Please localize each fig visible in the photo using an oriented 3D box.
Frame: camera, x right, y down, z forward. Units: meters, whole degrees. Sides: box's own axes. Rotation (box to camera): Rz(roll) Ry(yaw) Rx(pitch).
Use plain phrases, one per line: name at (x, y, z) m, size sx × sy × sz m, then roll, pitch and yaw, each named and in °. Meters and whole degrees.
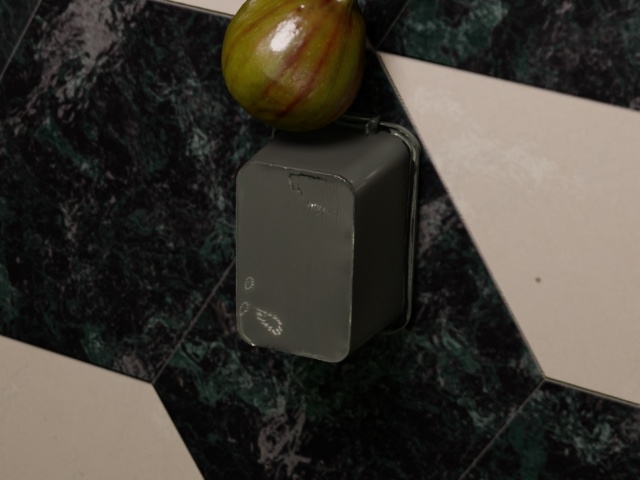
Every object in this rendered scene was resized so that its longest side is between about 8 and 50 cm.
fig at (-0.009, -0.189, 1.617) m, size 0.148 × 0.142 × 0.186 m, roll 28°, pitch 135°, yaw -13°

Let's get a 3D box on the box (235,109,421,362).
box at (0.000, 0.000, 1.692) m, size 0.163 × 0.135 × 0.243 m, roll 12°, pitch 114°, yaw 22°
